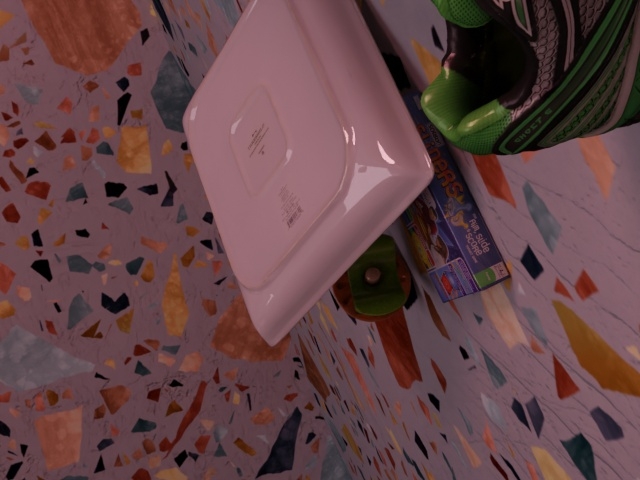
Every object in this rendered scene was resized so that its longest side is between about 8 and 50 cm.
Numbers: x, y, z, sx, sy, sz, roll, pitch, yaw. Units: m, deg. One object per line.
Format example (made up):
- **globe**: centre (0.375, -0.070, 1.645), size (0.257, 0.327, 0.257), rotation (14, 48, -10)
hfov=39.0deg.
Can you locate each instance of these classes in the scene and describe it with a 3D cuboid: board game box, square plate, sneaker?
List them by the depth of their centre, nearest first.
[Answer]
- **sneaker**: centre (0.100, -0.173, 0.403), size (0.134, 0.146, 0.344), rotation (53, 163, 47)
- **board game box**: centre (0.113, -0.038, 0.921), size (0.201, 0.035, 0.136), rotation (65, 169, 4)
- **square plate**: centre (-0.048, -0.110, 0.982), size (0.347, 0.049, 0.344), rotation (-49, 53, 44)

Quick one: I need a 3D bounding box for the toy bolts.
- **toy bolts**: centre (0.000, 0.000, 1.177), size (0.158, 0.218, 0.229), rotation (93, 170, -80)
